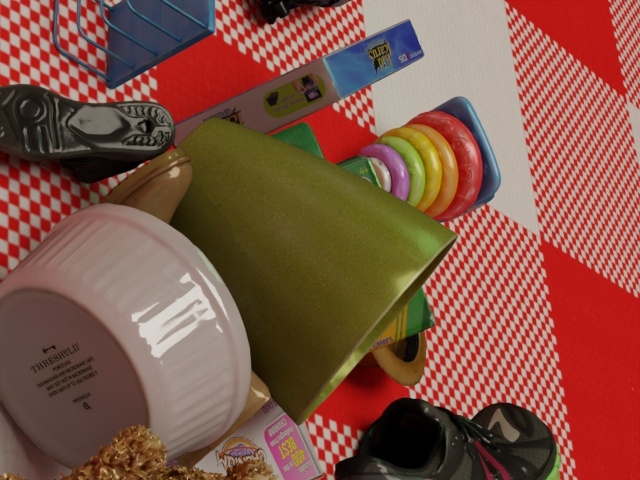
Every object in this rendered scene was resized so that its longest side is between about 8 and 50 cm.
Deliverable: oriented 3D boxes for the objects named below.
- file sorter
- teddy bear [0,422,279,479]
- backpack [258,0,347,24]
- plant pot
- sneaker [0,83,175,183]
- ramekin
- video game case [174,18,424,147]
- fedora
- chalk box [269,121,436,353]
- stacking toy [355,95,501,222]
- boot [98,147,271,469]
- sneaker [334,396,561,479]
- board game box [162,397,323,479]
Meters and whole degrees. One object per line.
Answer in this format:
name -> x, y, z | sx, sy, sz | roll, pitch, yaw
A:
file sorter -> -0.219, -0.278, 1.903 | 0.104, 0.170, 0.118 | 29, 48, -43
teddy bear -> -0.201, 0.271, 1.529 | 0.245, 0.338, 0.113 | 88, -15, -50
backpack -> -0.003, -0.461, 2.334 | 0.263, 0.213, 0.276 | -4, 71, -69
plant pot -> -0.047, 0.006, 1.798 | 0.293, 0.274, 0.275 | 40, 31, 7
sneaker -> -0.287, -0.112, 1.790 | 0.228, 0.130, 0.087 | 1, 73, -28
ramekin -> -0.210, 0.112, 1.597 | 0.127, 0.273, 0.272 | -37, 104, -47
video game case -> -0.026, -0.189, 2.074 | 0.269, 0.244, 0.061 | -33, 101, -58
fedora -> 0.073, 0.117, 2.197 | 0.194, 0.079, 0.194 | 44, 36, -44
chalk box -> 0.000, 0.000, 2.002 | 0.179, 0.180, 0.289 | -164, -129, -86
stacking toy -> 0.104, -0.094, 2.334 | 0.302, 0.175, 0.165 | -14, 80, -48
boot -> -0.143, 0.070, 1.696 | 0.269, 0.236, 0.089 | 50, 27, 5
sneaker -> 0.175, 0.288, 2.149 | 0.483, 0.185, 0.202 | -21, 93, -60
board game box -> -0.131, 0.158, 1.869 | 0.242, 0.064, 0.316 | -11, 81, -59
